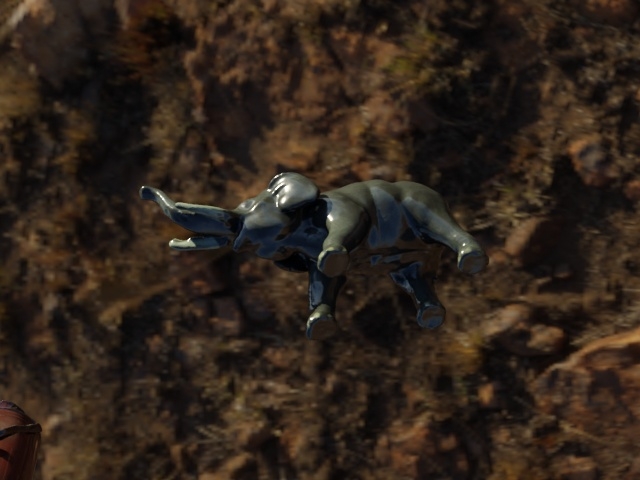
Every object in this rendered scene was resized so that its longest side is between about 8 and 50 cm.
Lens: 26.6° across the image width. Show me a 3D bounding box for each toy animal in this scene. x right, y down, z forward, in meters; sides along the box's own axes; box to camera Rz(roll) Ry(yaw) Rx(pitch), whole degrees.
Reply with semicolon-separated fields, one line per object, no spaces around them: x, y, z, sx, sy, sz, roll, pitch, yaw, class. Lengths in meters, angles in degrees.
-0.001;0.005;1.037;0.137;0.269;0.082;-105;22;-55;toy animal

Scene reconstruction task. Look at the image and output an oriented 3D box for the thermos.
-0.388;0.274;1.642;0.099;0.232;0.124;-22;113;7;thermos
